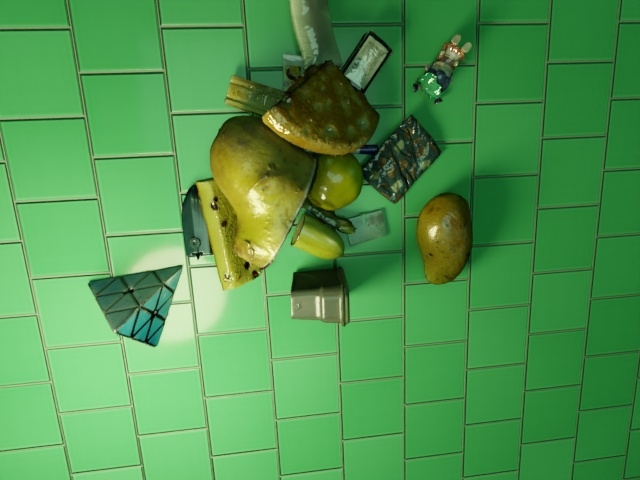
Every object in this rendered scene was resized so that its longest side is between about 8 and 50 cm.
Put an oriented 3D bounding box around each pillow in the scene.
[{"bbox_3d":[0.270,-0.265,1.346,0.189,0.034,0.255,40,97,-26],"label":"pillow"},{"bbox_3d":[-0.014,-0.653,1.223,0.145,0.078,0.253,-18,103,-20],"label":"pillow"}]

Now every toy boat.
[{"bbox_3d":[-0.395,-0.059,1.302,0.093,0.103,0.245,-6,91,4],"label":"toy boat"}]

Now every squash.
[{"bbox_3d":[0.000,0.000,1.340,0.187,0.123,0.122,28,97,-11],"label":"squash"}]

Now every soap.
[{"bbox_3d":[-0.166,-0.428,1.242,0.252,0.037,0.092,19,97,3],"label":"soap"}]

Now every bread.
[{"bbox_3d":[-0.285,-0.027,1.291,0.138,0.077,0.360,-24,109,-45],"label":"bread"}]

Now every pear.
[{"bbox_3d":[0.046,-0.191,1.273,0.199,0.198,0.197,-1,102,-7],"label":"pear"}]

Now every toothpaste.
[{"bbox_3d":[-0.089,-0.425,1.279,0.058,0.056,0.313,-5,102,-47],"label":"toothpaste"}]

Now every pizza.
[{"bbox_3d":[0.010,-0.378,1.170,0.409,0.114,0.277,-16,90,-38],"label":"pizza"}]

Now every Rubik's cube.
[{"bbox_3d":[-0.594,0.216,1.300,0.229,0.229,0.233,-28,63,36],"label":"Rubik's cube"}]

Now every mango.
[{"bbox_3d":[0.428,0.001,1.374,0.177,0.176,0.328,0,107,39],"label":"mango"}]

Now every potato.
[{"bbox_3d":[-0.211,-0.158,1.178,0.296,0.290,0.396,29,95,-19],"label":"potato"}]

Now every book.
[{"bbox_3d":[0.156,-0.047,1.401,0.135,0.017,0.102,-15,104,-3],"label":"book"}]

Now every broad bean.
[{"bbox_3d":[0.007,-0.091,1.350,0.257,0.053,0.052,30,85,-9],"label":"broad bean"}]

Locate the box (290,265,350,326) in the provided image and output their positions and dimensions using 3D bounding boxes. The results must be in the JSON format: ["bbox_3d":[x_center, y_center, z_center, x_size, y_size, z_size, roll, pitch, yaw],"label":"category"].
[{"bbox_3d":[-0.004,0.179,1.306,0.179,0.274,0.138,-3,101,0],"label":"box"}]

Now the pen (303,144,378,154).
[{"bbox_3d":[0.054,-0.298,1.328,0.270,0.033,0.033,-3,102,-7],"label":"pen"}]

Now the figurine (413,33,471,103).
[{"bbox_3d":[0.393,-0.540,1.286,0.112,0.102,0.194,37,92,0],"label":"figurine"}]

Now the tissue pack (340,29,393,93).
[{"bbox_3d":[0.134,-0.548,1.256,0.103,0.090,0.170,34,98,-12],"label":"tissue pack"}]
